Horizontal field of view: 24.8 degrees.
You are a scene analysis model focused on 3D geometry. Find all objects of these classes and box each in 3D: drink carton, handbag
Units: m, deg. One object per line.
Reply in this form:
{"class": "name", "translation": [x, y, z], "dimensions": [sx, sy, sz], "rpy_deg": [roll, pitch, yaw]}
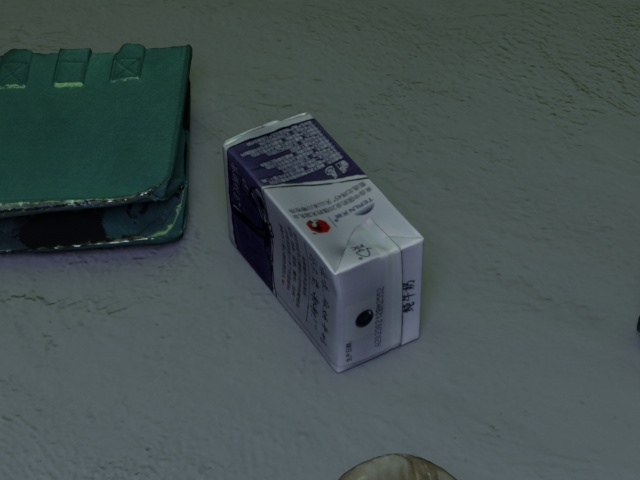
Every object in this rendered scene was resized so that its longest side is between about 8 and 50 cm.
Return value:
{"class": "drink carton", "translation": [0.000, 0.000, 1.376], "dimensions": [0.102, 0.134, 0.222], "rpy_deg": [-20, 46, -22]}
{"class": "handbag", "translation": [-0.263, -0.091, 1.511], "dimensions": [0.269, 0.100, 0.274], "rpy_deg": [-5, 41, 0]}

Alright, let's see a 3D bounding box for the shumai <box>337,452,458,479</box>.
{"class": "shumai", "translation": [0.048, 0.259, 1.101], "dimensions": [0.201, 0.120, 0.201], "rpy_deg": [17, 62, -34]}

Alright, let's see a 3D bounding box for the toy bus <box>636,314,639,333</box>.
{"class": "toy bus", "translation": [0.422, 0.079, 1.263], "dimensions": [0.138, 0.167, 0.275], "rpy_deg": [-28, 48, -27]}
